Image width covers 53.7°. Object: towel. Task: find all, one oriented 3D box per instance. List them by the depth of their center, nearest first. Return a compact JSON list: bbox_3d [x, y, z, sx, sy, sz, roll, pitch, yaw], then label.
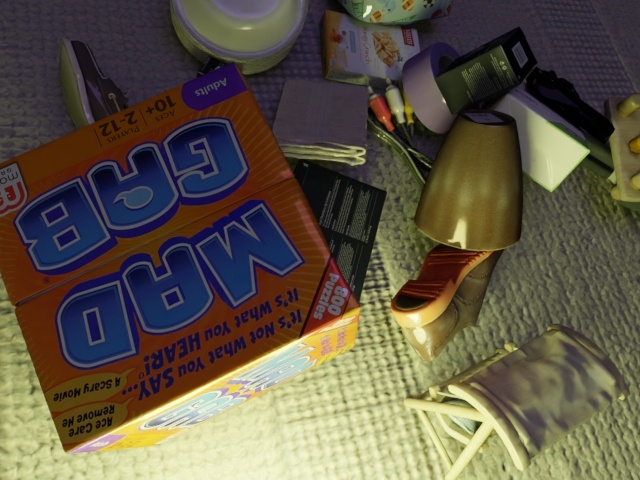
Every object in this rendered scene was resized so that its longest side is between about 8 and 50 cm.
[{"bbox_3d":[0.005,-0.244,1.275,0.187,0.049,0.282,7,40,1],"label":"towel"}]

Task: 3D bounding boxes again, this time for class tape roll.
[{"bbox_3d":[0.273,-0.342,1.424,0.189,0.080,0.189,21,59,-40],"label":"tape roll"}]

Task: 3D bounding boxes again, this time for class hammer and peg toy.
[{"bbox_3d":[0.843,-0.202,1.469,0.361,0.127,0.266,2,74,-11],"label":"hammer and peg toy"}]

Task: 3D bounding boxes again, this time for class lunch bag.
[{"bbox_3d":[0.162,-0.626,1.527,0.303,0.115,0.243,-10,50,-25],"label":"lunch bag"}]

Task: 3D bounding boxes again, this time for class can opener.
[{"bbox_3d":[0.694,-0.171,1.533,0.283,0.076,0.095,32,55,-1],"label":"can opener"}]

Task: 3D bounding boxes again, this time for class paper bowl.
[{"bbox_3d":[-0.167,-0.503,1.311,0.284,0.148,0.284,2,83,-14],"label":"paper bowl"}]

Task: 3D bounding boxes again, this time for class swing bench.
[{"bbox_3d":[0.326,0.270,1.083,0.253,0.254,0.165,-21,73,-27],"label":"swing bench"}]

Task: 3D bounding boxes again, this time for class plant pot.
[{"bbox_3d":[0.304,-0.131,1.239,0.215,0.230,0.215,2,28,-1],"label":"plant pot"}]

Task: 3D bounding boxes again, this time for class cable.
[{"bbox_3d":[0.184,-0.224,1.380,0.139,0.072,0.287,-18,72,-30],"label":"cable"}]

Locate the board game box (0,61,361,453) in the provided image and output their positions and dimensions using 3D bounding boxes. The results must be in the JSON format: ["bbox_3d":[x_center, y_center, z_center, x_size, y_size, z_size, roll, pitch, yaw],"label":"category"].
[{"bbox_3d":[-0.183,0.048,0.894,0.356,0.356,0.356,-25,74,-5],"label":"board game box"}]

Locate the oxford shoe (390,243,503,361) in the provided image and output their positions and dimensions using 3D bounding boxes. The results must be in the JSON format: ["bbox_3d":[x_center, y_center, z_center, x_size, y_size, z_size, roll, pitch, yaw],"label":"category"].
[{"bbox_3d":[0.268,0.093,1.252,0.364,0.130,0.132,-37,114,-37],"label":"oxford shoe"}]

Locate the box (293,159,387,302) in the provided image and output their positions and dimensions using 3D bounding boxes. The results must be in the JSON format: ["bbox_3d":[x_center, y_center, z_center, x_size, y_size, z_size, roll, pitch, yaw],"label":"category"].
[{"bbox_3d":[0.000,0.000,1.190,0.184,0.103,0.261,22,60,-9],"label":"box"}]

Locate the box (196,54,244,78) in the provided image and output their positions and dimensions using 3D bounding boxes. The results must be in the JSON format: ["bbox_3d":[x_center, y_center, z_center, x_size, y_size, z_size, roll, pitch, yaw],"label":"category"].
[{"bbox_3d":[-0.208,-0.326,1.299,0.083,0.062,0.052,27,58,-5],"label":"box"}]

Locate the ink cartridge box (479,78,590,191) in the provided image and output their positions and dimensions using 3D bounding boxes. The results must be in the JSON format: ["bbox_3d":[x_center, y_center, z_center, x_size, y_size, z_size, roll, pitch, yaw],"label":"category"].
[{"bbox_3d":[0.467,-0.264,1.427,0.207,0.119,0.353,34,29,-1],"label":"ink cartridge box"}]

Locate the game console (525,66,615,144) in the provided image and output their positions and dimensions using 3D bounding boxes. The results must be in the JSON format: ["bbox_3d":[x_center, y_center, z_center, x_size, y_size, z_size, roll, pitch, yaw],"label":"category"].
[{"bbox_3d":[0.581,-0.341,1.500,0.213,0.044,0.361,36,28,-1],"label":"game console"}]

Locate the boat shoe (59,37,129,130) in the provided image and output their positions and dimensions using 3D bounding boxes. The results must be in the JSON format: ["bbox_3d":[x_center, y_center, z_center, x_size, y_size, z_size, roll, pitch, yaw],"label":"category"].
[{"bbox_3d":[-0.394,-0.227,1.159,0.097,0.116,0.324,-16,75,-30],"label":"boat shoe"}]

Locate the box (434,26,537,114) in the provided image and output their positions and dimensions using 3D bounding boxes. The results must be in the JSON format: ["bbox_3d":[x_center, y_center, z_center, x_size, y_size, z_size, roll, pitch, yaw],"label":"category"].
[{"bbox_3d":[0.347,-0.355,1.326,0.093,0.158,0.156,59,41,-13],"label":"box"}]

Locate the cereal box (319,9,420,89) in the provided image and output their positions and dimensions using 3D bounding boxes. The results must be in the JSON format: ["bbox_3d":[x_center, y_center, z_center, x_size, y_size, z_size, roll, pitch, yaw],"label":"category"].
[{"bbox_3d":[0.121,-0.439,1.479,0.240,0.047,0.173,4,65,-18],"label":"cereal box"}]
